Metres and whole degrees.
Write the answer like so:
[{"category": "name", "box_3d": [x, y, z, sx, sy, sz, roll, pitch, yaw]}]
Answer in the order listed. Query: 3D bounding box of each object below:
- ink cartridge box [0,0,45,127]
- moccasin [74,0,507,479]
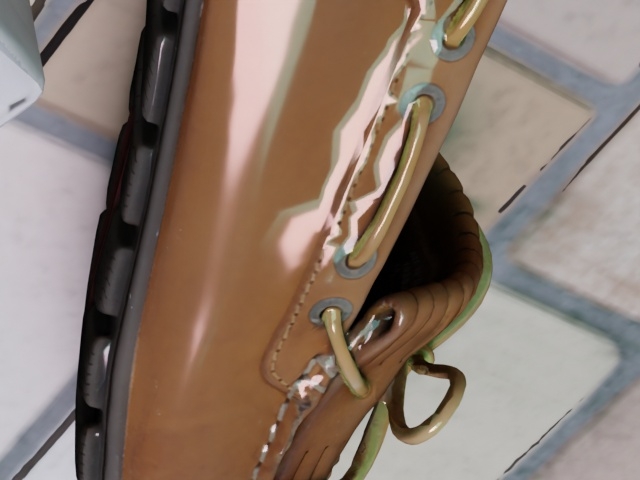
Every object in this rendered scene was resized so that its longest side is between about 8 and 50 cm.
[{"category": "ink cartridge box", "box_3d": [-0.168, -0.143, 0.381, 0.117, 0.278, 0.201, -31, 131, 11]}, {"category": "moccasin", "box_3d": [0.000, -0.002, 0.656, 0.147, 0.139, 0.380, 9, 120, -9]}]
